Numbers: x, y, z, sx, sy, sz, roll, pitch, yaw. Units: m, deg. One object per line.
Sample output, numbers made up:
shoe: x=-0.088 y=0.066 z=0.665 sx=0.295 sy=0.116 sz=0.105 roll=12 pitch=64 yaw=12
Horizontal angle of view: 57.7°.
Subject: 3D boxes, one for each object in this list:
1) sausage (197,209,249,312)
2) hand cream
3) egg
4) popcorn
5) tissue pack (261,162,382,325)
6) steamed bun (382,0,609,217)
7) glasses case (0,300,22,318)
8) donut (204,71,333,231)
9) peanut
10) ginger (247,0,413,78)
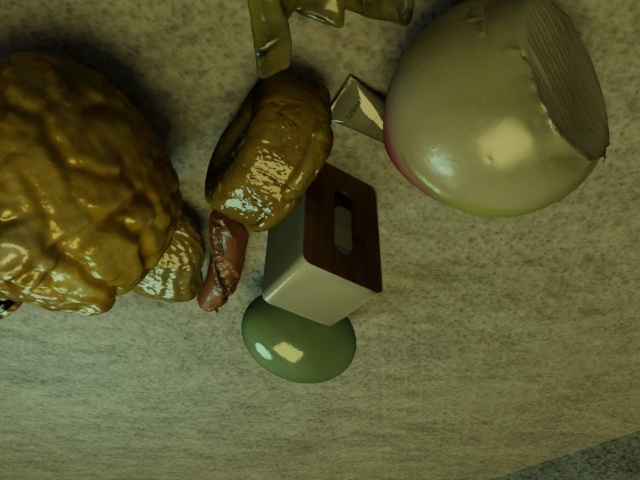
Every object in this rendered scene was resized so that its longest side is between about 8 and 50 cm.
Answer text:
sausage: x=-0.201 y=0.045 z=1.203 sx=0.087 sy=0.079 sz=0.327 roll=-2 pitch=142 yaw=-20
hand cream: x=0.107 y=-0.192 z=0.955 sx=0.186 sy=0.054 sz=0.087 roll=24 pitch=129 yaw=-16
egg: x=-0.045 y=0.212 z=1.298 sx=0.282 sy=0.203 sz=0.203 roll=23 pitch=134 yaw=-30
popcorn: x=-0.384 y=-0.084 z=0.858 sx=0.389 sy=0.344 sz=0.354 roll=-6 pitch=125 yaw=-42
tissue pack: x=0.001 y=0.001 z=1.025 sx=0.159 sy=0.246 sz=0.136 roll=24 pitch=135 yaw=-26
steamed bun: x=0.214 y=-0.170 z=0.814 sx=0.309 sy=0.310 sz=0.309 roll=0 pitch=139 yaw=0
glasses case: x=-0.781 y=0.130 z=1.271 sx=0.320 sy=0.122 sz=0.082 roll=-12 pitch=136 yaw=13
donut: x=-0.083 y=-0.132 z=0.904 sx=0.128 sy=0.209 sz=0.261 roll=23 pitch=129 yaw=-23
peanut: x=-0.319 y=0.027 z=1.153 sx=0.196 sy=0.110 sz=0.233 roll=19 pitch=136 yaw=-2
ginger: x=0.050 y=-0.367 z=0.637 sx=0.358 sy=0.211 sz=0.413 roll=30 pitch=131 yaw=-32
